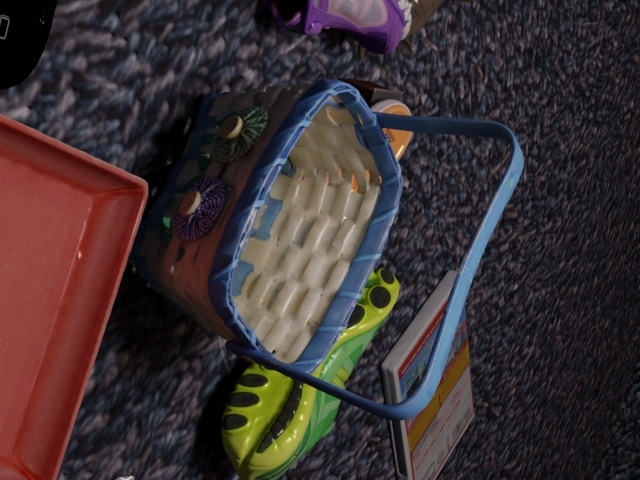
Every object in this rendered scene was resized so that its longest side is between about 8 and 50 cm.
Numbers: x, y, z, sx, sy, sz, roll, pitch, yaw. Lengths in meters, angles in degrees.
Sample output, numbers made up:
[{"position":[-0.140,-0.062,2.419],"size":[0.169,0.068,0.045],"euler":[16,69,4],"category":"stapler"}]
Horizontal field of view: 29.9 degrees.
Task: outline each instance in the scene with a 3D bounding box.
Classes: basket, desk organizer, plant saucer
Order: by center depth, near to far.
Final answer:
[{"position":[-0.244,0.046,0.832],"size":[0.258,0.048,0.259],"euler":[26,81,-62],"category":"plant saucer"},{"position":[0.000,0.000,0.995],"size":[0.254,0.289,0.201],"euler":[-66,151,-19],"category":"basket"},{"position":[0.039,-0.103,1.270],"size":[0.047,0.050,0.130],"euler":[-2,112,-46],"category":"desk organizer"}]

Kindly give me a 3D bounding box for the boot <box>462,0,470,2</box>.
[{"position":[0.209,-0.385,1.452],"size":[0.219,0.082,0.106],"euler":[-58,170,-37],"category":"boot"}]

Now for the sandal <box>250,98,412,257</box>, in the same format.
[{"position":[0.021,-0.032,1.191],"size":[0.265,0.076,0.102],"euler":[-52,136,-11],"category":"sandal"}]

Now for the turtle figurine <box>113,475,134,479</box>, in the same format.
[{"position":[-0.218,0.313,0.858],"size":[0.266,0.275,0.197],"euler":[-20,86,-53],"category":"turtle figurine"}]

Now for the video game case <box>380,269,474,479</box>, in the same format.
[{"position":[0.154,0.210,1.660],"size":[0.204,0.025,0.285],"euler":[-50,143,-39],"category":"video game case"}]

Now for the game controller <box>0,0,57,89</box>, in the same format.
[{"position":[-0.200,-0.254,0.735],"size":[0.166,0.067,0.319],"euler":[7,99,-56],"category":"game controller"}]

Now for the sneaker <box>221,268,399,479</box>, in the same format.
[{"position":[-0.017,0.130,1.253],"size":[0.295,0.109,0.123],"euler":[-52,163,-35],"category":"sneaker"}]

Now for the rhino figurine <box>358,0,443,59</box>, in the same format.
[{"position":[0.101,-0.282,1.280],"size":[0.243,0.073,0.106],"euler":[-60,145,-24],"category":"rhino figurine"}]

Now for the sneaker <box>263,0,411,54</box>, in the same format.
[{"position":[0.000,-0.229,1.111],"size":[0.236,0.095,0.104],"euler":[40,74,-54],"category":"sneaker"}]
